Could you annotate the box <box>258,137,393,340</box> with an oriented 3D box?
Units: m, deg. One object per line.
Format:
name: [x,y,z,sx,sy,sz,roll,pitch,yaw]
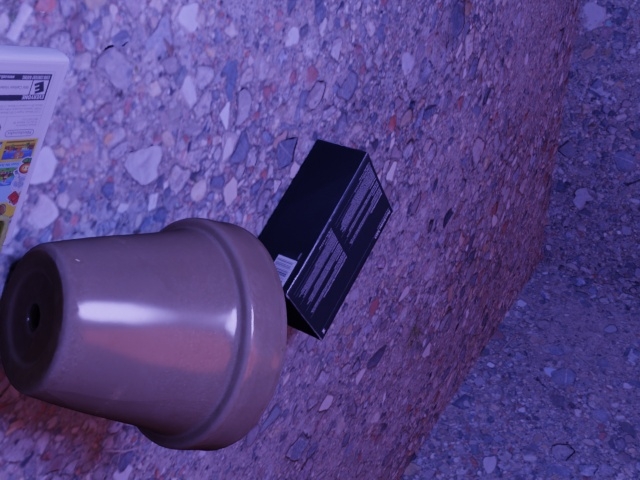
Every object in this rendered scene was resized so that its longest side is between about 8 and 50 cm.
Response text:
box: [0.000,0.000,1.264,0.261,0.103,0.184,-60,149,-18]

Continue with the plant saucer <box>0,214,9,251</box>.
plant saucer: [-0.369,0.058,0.650,0.188,0.045,0.188,-20,142,-56]

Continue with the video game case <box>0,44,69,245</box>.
video game case: [-0.327,-0.065,0.641,0.227,0.026,0.206,-18,141,-58]

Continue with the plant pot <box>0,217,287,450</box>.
plant pot: [-0.203,0.095,0.841,0.229,0.263,0.263,11,100,-45]
